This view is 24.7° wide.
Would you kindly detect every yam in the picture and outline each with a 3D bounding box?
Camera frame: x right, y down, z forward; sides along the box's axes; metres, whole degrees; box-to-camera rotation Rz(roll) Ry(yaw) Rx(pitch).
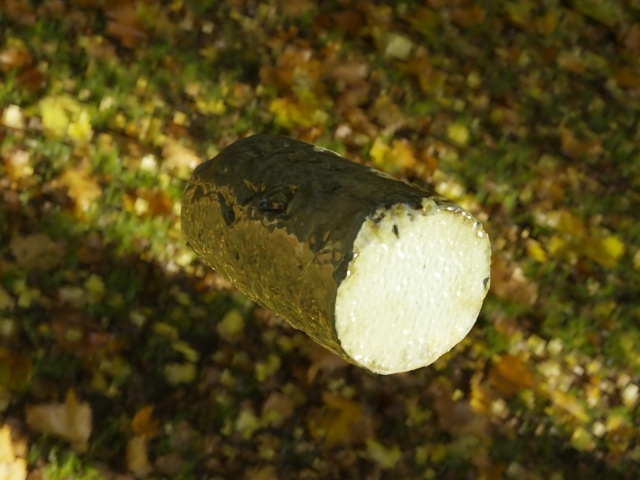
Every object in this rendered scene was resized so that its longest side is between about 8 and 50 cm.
[{"bbox_3d":[0.000,0.000,0.866,0.107,0.107,0.194,-2,18,-34],"label":"yam"}]
